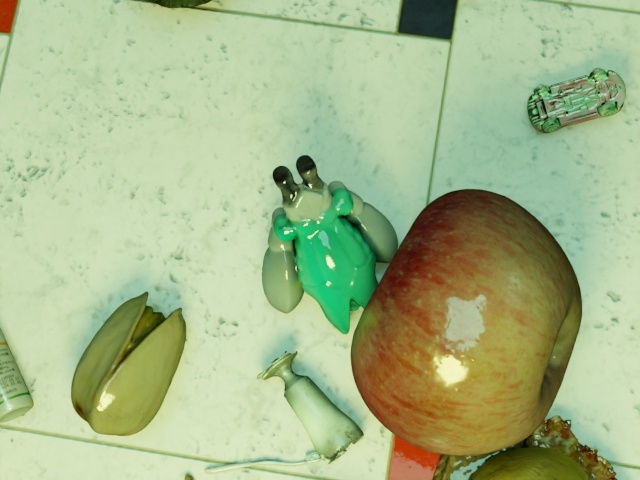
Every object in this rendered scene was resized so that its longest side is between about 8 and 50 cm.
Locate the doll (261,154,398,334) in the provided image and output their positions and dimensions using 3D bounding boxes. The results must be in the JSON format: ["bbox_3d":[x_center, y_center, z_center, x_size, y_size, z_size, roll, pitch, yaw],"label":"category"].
[{"bbox_3d":[0.021,-0.002,1.751,0.194,0.153,0.258,1,119,-9],"label":"doll"}]

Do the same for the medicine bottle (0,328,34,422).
[{"bbox_3d":[-0.486,0.155,1.801,0.092,0.061,0.221,-31,76,15],"label":"medicine bottle"}]

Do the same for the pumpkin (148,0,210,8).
[{"bbox_3d":[-0.214,-0.445,1.875,0.223,0.157,0.224,4,68,-10],"label":"pumpkin"}]

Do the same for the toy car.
[{"bbox_3d":[0.369,-0.198,1.838,0.142,0.055,0.069,-15,68,10],"label":"toy car"}]

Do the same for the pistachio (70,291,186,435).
[{"bbox_3d":[-0.262,0.169,1.748,0.129,0.131,0.206,25,75,0],"label":"pistachio"}]

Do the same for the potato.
[{"bbox_3d":[0.255,0.361,1.607,0.203,0.158,0.178,-34,82,6],"label":"potato"}]

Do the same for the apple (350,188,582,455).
[{"bbox_3d":[0.199,0.110,1.639,0.269,0.345,0.345,29,80,7],"label":"apple"}]

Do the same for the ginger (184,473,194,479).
[{"bbox_3d":[-0.200,0.366,1.747,0.048,0.030,0.097,11,76,4],"label":"ginger"}]

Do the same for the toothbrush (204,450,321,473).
[{"bbox_3d":[-0.080,0.310,1.763,0.162,0.014,0.017,-9,91,1],"label":"toothbrush"}]

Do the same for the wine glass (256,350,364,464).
[{"bbox_3d":[-0.013,0.227,1.752,0.072,0.072,0.155,-38,78,-6],"label":"wine glass"}]

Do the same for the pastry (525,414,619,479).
[{"bbox_3d":[0.337,0.316,1.717,0.087,0.063,0.169,-33,72,-28],"label":"pastry"}]

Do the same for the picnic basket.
[{"bbox_3d":[0.208,0.327,1.724,0.110,0.055,0.193,18,78,7],"label":"picnic basket"}]
